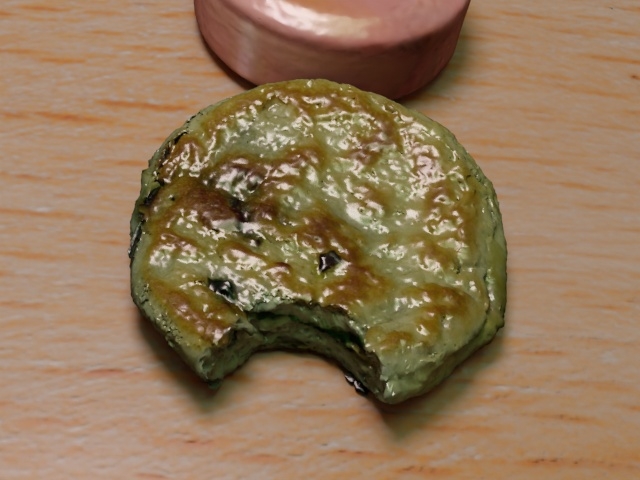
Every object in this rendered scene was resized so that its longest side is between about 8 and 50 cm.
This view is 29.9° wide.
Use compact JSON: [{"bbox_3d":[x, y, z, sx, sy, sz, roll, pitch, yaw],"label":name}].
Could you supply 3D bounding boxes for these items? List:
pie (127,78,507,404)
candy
[{"bbox_3d":[0.001,-0.006,0.881,0.302,0.067,0.302,4,50,-4],"label":"pie"},{"bbox_3d":[0.008,-0.230,1.053,0.255,0.094,0.255,5,49,-6],"label":"candy"}]
